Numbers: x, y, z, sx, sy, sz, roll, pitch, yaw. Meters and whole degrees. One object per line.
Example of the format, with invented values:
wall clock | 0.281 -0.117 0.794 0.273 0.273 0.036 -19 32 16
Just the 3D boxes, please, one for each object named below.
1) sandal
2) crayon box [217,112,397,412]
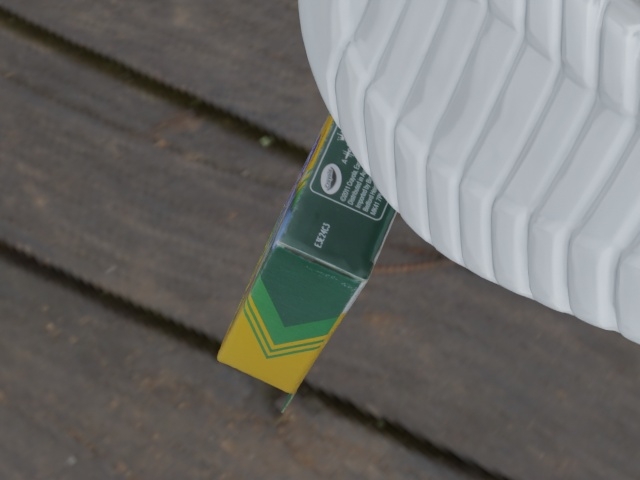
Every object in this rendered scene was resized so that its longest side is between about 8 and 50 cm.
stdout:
sandal | 0.142 -0.043 0.799 0.416 0.102 0.169 37 126 39
crayon box | 0.000 0.000 1.577 0.083 0.203 0.323 24 153 -2
